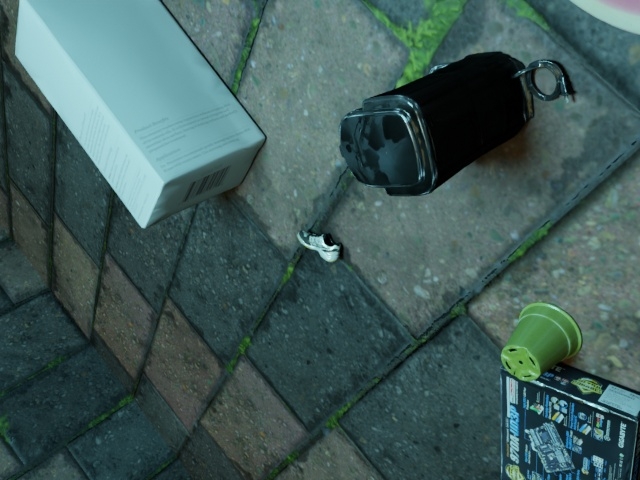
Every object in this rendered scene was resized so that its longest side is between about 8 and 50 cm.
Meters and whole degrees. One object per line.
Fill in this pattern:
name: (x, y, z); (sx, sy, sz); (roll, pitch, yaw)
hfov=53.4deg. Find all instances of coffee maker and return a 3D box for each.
coffee maker: (0.132, -0.131, 0.664); (0.120, 0.178, 0.171); (57, 143, -1)

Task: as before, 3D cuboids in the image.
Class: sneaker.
sneaker: (0.000, 0.000, 1.036); (0.083, 0.032, 0.036); (32, 123, 23)

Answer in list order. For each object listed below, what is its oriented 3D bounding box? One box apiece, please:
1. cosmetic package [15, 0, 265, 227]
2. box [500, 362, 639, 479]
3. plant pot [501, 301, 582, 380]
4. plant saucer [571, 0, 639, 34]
cosmetic package: (-0.300, -0.240, 1.048); (0.385, 0.217, 0.156); (53, 143, 9)
box: (0.326, 0.268, 0.837); (0.175, 0.051, 0.220); (17, 128, 41)
plant pot: (0.264, 0.132, 0.785); (0.083, 0.079, 0.083); (29, 136, 33)
plant saucer: (0.231, -0.261, 0.420); (0.332, 0.084, 0.332); (46, 171, 9)
